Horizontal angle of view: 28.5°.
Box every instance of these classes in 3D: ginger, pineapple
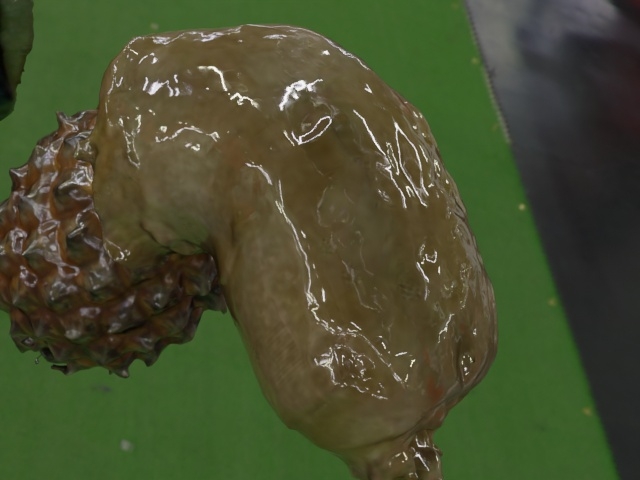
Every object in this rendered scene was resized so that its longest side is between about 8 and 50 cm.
[{"bbox_3d":[0.000,0.000,0.615,0.267,0.152,0.138,50,18,13],"label":"ginger"},{"bbox_3d":[-0.131,0.007,0.771,0.166,0.193,0.166,37,26,-21],"label":"pineapple"}]

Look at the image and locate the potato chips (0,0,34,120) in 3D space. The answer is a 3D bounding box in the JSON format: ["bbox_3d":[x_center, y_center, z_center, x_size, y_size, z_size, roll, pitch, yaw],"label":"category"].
[{"bbox_3d":[-0.333,-0.243,1.000,0.070,0.429,0.358,-30,70,-19],"label":"potato chips"}]
